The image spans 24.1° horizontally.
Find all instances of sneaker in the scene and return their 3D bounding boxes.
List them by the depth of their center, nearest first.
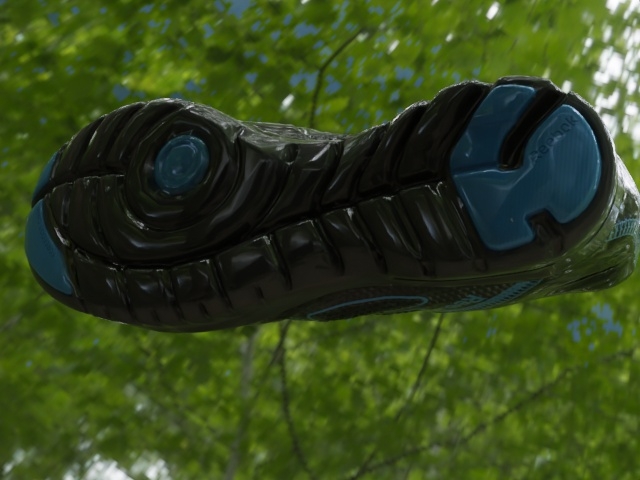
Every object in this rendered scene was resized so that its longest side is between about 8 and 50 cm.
[{"bbox_3d":[0.000,0.000,0.786,0.341,0.140,0.125,0,-107,27],"label":"sneaker"}]
